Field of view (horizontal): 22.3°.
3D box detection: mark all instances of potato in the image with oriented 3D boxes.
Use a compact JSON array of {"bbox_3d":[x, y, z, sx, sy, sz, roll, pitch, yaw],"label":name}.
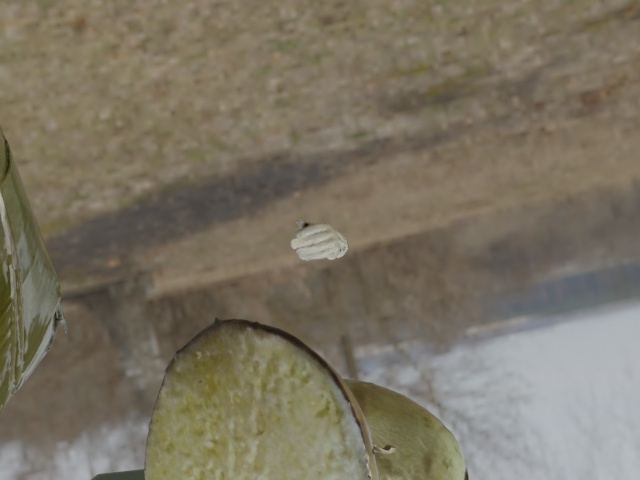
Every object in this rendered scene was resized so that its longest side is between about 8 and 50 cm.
[{"bbox_3d":[-0.028,0.205,1.399,0.239,0.299,0.116,16,-160,36],"label":"potato"}]

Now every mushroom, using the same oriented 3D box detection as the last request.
[{"bbox_3d":[0.029,0.243,1.885,0.267,0.164,0.189,4,-136,37],"label":"mushroom"}]

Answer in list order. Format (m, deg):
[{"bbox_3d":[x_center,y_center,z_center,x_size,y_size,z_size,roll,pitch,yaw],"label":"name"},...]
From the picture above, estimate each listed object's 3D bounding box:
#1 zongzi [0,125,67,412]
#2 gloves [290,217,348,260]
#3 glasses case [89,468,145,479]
[{"bbox_3d":[-0.347,0.018,1.245,0.181,0.447,0.418,3,-137,14],"label":"zongzi"},{"bbox_3d":[0.001,-0.001,1.580,0.081,0.044,0.037,-8,146,-48],"label":"gloves"},{"bbox_3d":[-0.159,0.290,1.716,0.301,0.070,0.117,-14,-163,41],"label":"glasses case"}]
